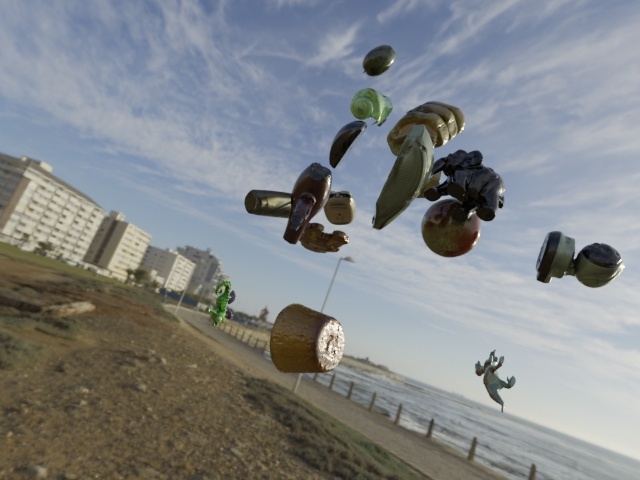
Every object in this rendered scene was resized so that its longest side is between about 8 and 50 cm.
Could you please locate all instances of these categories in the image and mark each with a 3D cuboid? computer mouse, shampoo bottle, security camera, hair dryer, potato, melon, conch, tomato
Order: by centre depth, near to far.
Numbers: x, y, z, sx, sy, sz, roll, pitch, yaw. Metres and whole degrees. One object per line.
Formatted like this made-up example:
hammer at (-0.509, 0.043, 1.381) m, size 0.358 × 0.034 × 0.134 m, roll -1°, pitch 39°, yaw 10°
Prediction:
hair dryer at (-0.070, -0.070, 1.314) m, size 0.123 × 0.312 × 0.340 m, roll 24°, pitch 27°, yaw -3°
computer mouse at (0.321, -0.218, 1.546) m, size 0.146 × 0.428 × 0.228 m, roll 24°, pitch 29°, yaw 4°
shampoo bottle at (-0.153, -0.138, 1.604) m, size 0.126 × 0.084 × 0.350 m, roll -36°, pitch -20°, yaw 28°
security camera at (1.019, 0.085, 1.616) m, size 0.277 × 0.197 × 0.191 m, roll 19°, pitch -49°, yaw 21°
computer mouse at (0.100, -0.414, 1.723) m, size 0.086 × 0.137 × 0.269 m, roll 41°, pitch -32°, yaw 2°
tomato at (0.561, -0.061, 1.805) m, size 0.223 × 0.270 × 0.270 m, roll 21°, pitch -13°, yaw -14°
conch at (0.239, -0.580, 1.810) m, size 0.251 × 0.137 × 0.143 m, roll 0°, pitch 38°, yaw -51°
melon at (0.256, -0.794, 1.828) m, size 0.114 × 0.167 × 0.114 m, roll 55°, pitch 6°, yaw -8°
computer mouse at (0.086, -0.150, 1.850) m, size 0.145 × 0.081 × 0.236 m, roll -2°, pitch -28°, yaw 9°
potato at (0.591, -0.360, 2.517) m, size 0.266 × 0.229 × 0.229 m, roll 8°, pitch -16°, yaw 13°

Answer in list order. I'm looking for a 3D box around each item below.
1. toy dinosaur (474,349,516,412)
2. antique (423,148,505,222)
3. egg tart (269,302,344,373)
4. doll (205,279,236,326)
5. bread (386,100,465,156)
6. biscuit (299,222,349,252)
toy dinosaur at (0.510, 0.422, 1.220) m, size 0.053 × 0.242 × 0.167 m, roll 22°, pitch -51°, yaw -2°
antique at (0.584, -0.220, 1.639) m, size 0.322 × 0.255 × 0.185 m, roll 37°, pitch -31°, yaw 12°
egg tart at (-0.030, 0.277, 1.148) m, size 0.147 × 0.202 × 0.203 m, roll -3°, pitch -25°, yaw 38°
doll at (-0.368, 0.232, 1.522) m, size 0.050 × 0.190 × 0.115 m, roll 26°, pitch 16°, yaw 33°
bread at (0.530, -0.571, 2.026) m, size 0.301 × 0.341 × 0.210 m, roll 7°, pitch -55°, yaw 57°
biscuit at (-0.001, 0.003, 1.621) m, size 0.186 × 0.044 × 0.295 m, roll 21°, pitch -18°, yaw -5°
